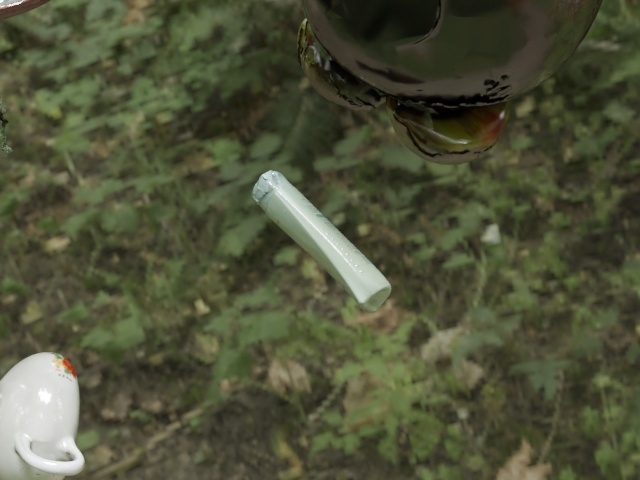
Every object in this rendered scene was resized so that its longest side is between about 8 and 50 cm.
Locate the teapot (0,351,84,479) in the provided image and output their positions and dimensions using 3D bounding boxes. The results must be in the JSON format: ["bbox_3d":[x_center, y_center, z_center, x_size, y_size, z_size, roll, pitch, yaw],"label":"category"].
[{"bbox_3d":[-0.281,0.185,1.399,0.092,0.145,0.226,8,12,-19],"label":"teapot"}]

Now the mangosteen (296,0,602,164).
[{"bbox_3d":[0.133,-0.305,1.661,0.381,0.421,0.381,24,26,-12],"label":"mangosteen"}]

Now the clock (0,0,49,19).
[{"bbox_3d":[-0.352,-0.354,1.357,0.318,0.318,0.080,-34,-6,-24],"label":"clock"}]

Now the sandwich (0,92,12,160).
[{"bbox_3d":[-0.532,-0.135,1.707,0.325,0.262,0.131,-14,74,-28],"label":"sandwich"}]

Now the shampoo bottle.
[{"bbox_3d":[0.000,0.000,1.711,0.049,0.072,0.212,-47,66,7],"label":"shampoo bottle"}]
